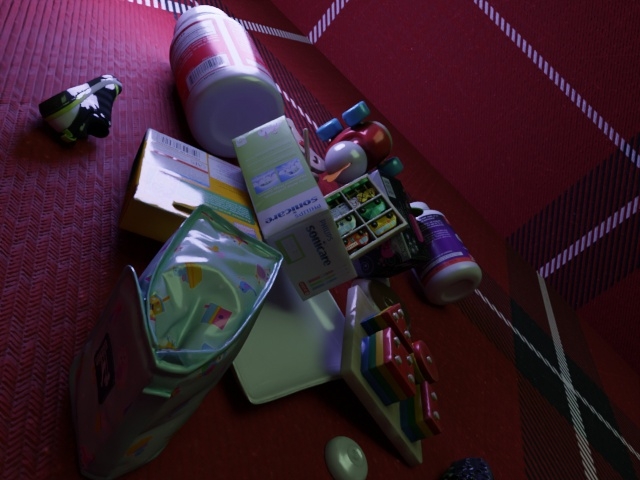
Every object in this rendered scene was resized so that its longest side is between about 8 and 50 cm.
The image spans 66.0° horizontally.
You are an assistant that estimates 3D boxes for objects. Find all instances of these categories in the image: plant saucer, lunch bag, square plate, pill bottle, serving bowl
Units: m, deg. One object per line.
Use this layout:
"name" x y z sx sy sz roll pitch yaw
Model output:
"plant saucer" 0.161 0.165 1.230 0.198 0.036 0.199 36 26 -21
"lunch bag" -0.176 0.116 0.572 0.160 0.223 0.262 34 29 -10
"square plate" -0.089 0.119 0.902 0.344 0.049 0.347 5 46 -53
"pill bottle" 0.354 0.031 1.551 0.181 0.181 0.323 21 35 -41
"serving bowl" 0.046 0.350 0.786 0.083 0.027 0.083 35 26 -20
"pill bottle" -0.254 -0.419 1.251 0.229 0.229 0.408 19 36 -43

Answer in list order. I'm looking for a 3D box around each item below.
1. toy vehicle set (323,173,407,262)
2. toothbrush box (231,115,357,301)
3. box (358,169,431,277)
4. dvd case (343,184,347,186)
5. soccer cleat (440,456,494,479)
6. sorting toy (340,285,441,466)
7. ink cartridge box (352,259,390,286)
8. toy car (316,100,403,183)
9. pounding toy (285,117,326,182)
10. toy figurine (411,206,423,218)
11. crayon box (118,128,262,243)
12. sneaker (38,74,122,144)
"toy vehicle set" 0.052 -0.034 1.162 0.266 0.035 0.166 -30 71 -20
"toothbrush box" -0.052 -0.064 0.938 0.206 0.122 0.283 65 0 -50
"box" 0.164 -0.036 1.307 0.163 0.142 0.247 7 60 -58
"dvd case" 0.130 -0.199 1.750 0.221 0.018 0.164 39 26 -13
"soccer cleat" 0.256 0.502 0.814 0.116 0.108 0.318 62 21 -12
"sorting toy" 0.148 0.239 0.950 0.257 0.089 0.255 55 21 -21
"ink cartridge box" 0.106 0.017 1.378 0.181 0.056 0.225 21 53 -42
"toy car" 0.067 -0.215 1.337 0.219 0.210 0.238 57 46 -13
"pounding toy" -0.047 -0.258 1.410 0.154 0.155 0.270 7 47 -50
"toy figurine" 0.233 -0.009 1.449 0.173 0.130 0.159 9 72 -42
"crayon box" -0.223 -0.070 0.848 0.203 0.083 0.323 22 21 -25
"sneaker" -0.430 -0.236 0.916 0.097 0.084 0.235 62 19 -23
